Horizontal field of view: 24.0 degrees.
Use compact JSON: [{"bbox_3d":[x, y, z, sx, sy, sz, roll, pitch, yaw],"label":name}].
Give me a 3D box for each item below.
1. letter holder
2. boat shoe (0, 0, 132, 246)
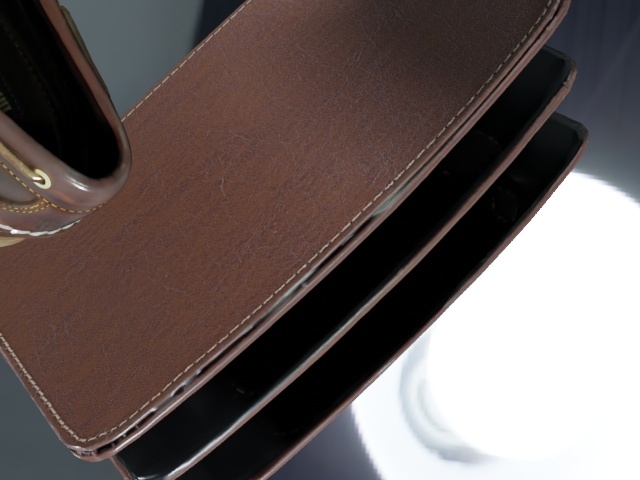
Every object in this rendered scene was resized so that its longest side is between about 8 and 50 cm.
[{"bbox_3d":[0.000,0.000,0.757,0.152,0.302,0.214,50,173,-35],"label":"letter holder"},{"bbox_3d":[-0.125,-0.095,0.459,0.073,0.207,0.073,-41,-166,-34],"label":"boat shoe"}]
